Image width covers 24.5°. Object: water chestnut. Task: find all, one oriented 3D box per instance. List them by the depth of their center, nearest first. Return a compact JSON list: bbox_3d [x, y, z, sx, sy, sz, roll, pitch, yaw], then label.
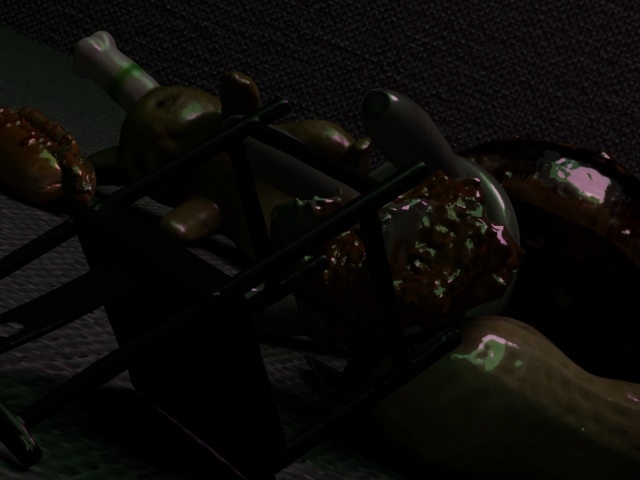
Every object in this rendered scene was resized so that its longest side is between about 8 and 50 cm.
[{"bbox_3d":[0.203,0.015,1.378,0.300,0.300,0.300,23,6,-3],"label":"water chestnut"}]

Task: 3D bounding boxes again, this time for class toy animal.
[{"bbox_3d":[-0.126,-0.086,1.533,0.362,0.181,0.180,24,-2,1],"label":"toy animal"}]

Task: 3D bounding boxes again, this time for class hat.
[{"bbox_3d":[0.044,0.099,1.106,0.121,0.050,0.121,20,5,-2],"label":"hat"}]

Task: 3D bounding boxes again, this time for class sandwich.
[{"bbox_3d":[0.071,0.001,0.988,0.184,0.109,0.160,-15,-3,-33],"label":"sandwich"}]

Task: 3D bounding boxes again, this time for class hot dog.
[{"bbox_3d":[-0.303,-0.097,1.411,0.250,0.076,0.104,25,5,35],"label":"hot dog"}]

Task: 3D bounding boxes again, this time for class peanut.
[{"bbox_3d":[0.155,0.125,1.011,0.274,0.111,0.125,23,28,-22],"label":"peanut"}]

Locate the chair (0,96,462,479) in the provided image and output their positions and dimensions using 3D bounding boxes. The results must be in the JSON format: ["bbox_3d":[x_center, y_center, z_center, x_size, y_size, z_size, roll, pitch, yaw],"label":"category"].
[{"bbox_3d":[-0.071,0.048,0.786,0.260,0.141,0.154,-32,37,-24],"label":"chair"}]

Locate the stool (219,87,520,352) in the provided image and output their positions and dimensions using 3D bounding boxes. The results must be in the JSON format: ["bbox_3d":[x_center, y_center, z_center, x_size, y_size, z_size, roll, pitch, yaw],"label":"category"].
[{"bbox_3d":[0.037,-0.006,1.196,0.195,0.195,0.198,-6,-19,33],"label":"stool"}]
